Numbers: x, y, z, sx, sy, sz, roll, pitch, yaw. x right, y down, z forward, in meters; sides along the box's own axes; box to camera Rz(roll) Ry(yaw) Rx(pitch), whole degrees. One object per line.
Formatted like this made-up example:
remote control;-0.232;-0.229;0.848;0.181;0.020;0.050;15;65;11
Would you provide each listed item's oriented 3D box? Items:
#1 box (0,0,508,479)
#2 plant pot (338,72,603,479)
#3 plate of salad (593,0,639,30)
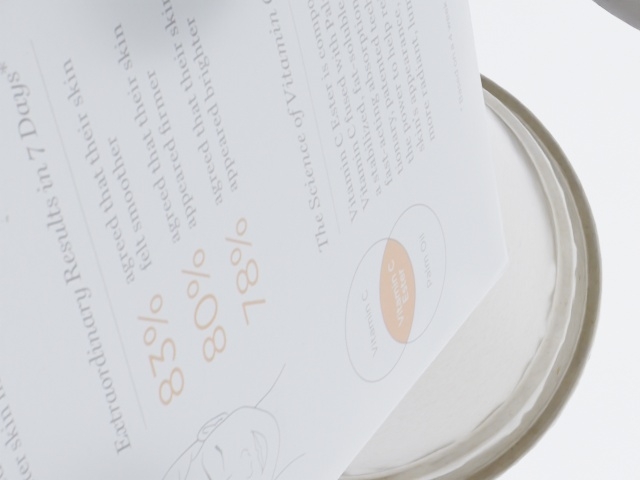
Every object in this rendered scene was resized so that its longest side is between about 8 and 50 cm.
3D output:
box;-0.098;-0.003;0.509;0.168;0.345;0.215;6;-58;31
plant pot;0.000;0.000;1.000;0.333;0.305;0.334;-2;-101;10
plate of salad;0.143;-0.151;0.502;0.200;0.048;0.200;0;-87;4
